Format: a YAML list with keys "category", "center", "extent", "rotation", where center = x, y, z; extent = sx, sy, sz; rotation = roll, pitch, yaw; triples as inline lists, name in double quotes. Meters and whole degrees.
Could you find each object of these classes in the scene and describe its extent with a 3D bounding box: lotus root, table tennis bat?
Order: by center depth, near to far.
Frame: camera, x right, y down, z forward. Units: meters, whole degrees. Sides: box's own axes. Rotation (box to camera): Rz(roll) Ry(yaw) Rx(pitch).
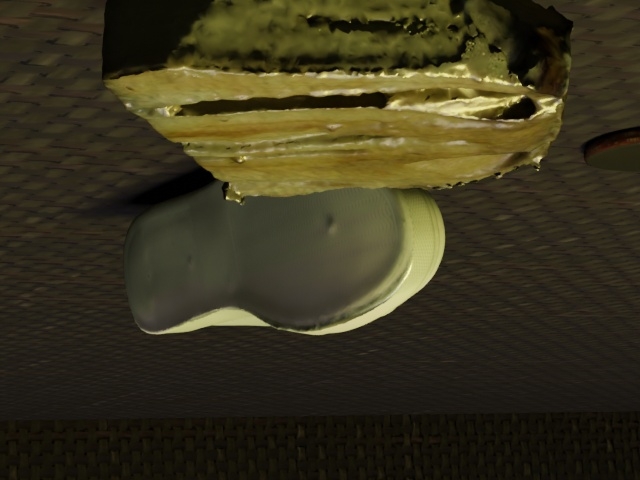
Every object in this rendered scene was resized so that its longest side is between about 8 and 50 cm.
- category: "lotus root"
  center: [0.013, -0.064, 0.635]
  extent: [0.144, 0.070, 0.143]
  rotation: [0, 165, 8]
- category: "table tennis bat"
  center: [0.213, -0.046, 0.971]
  extent: [0.156, 0.013, 0.087]
  rotation: [-1, 169, -8]

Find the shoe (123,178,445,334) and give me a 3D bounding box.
- category: "shoe"
  center: [0.000, 0.000, 0.969]
  extent: [0.110, 0.095, 0.265]
  rotation: [-3, 177, -35]
